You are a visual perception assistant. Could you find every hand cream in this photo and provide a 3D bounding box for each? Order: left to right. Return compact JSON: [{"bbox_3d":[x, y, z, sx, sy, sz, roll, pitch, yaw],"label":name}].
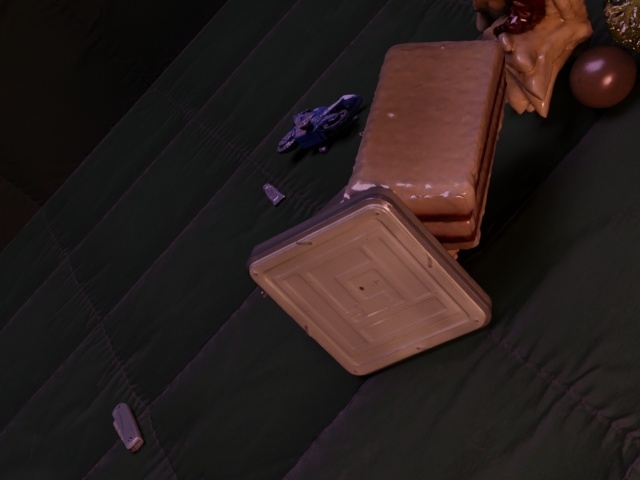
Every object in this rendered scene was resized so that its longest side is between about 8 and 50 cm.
[{"bbox_3d":[-0.096,-0.095,2.379,0.030,0.019,0.093,-44,33,2],"label":"hand cream"}]

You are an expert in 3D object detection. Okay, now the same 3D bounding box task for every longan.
[{"bbox_3d":[0.424,-0.248,1.728,0.113,0.092,0.113,-46,-1,-1],"label":"longan"}]

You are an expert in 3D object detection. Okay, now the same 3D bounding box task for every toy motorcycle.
[{"bbox_3d":[-0.005,-0.236,2.376,0.205,0.076,0.114,-19,31,42],"label":"toy motorcycle"}]

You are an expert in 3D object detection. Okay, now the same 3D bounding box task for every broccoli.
[{"bbox_3d":[0.484,-0.329,1.688,0.162,0.138,0.146,-15,26,-8],"label":"broccoli"}]

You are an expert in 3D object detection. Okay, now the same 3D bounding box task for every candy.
[{"bbox_3d":[0.158,-0.142,1.657,0.179,0.135,0.321,5,56,18],"label":"candy"}]

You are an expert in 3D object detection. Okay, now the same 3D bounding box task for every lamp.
[{"bbox_3d":[0.067,0.065,1.630,0.266,0.269,0.047,-28,29,34],"label":"lamp"}]

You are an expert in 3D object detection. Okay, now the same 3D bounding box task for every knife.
[{"bbox_3d":[-0.362,0.349,2.154,0.044,0.023,0.162,-46,26,-1],"label":"knife"}]

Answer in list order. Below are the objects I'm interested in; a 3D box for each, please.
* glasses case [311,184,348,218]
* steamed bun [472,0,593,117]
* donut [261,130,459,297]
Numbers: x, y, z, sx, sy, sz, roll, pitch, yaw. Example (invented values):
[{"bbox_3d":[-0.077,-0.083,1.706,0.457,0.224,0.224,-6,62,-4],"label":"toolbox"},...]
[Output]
[{"bbox_3d":[0.000,0.000,2.042,0.205,0.071,0.047,-43,31,7],"label":"glasses case"},{"bbox_3d":[0.319,-0.328,1.804,0.189,0.247,0.428,-43,-5,0],"label":"steamed bun"},{"bbox_3d":[0.096,-0.015,1.819,0.371,0.150,0.307,-55,30,-9],"label":"donut"}]
